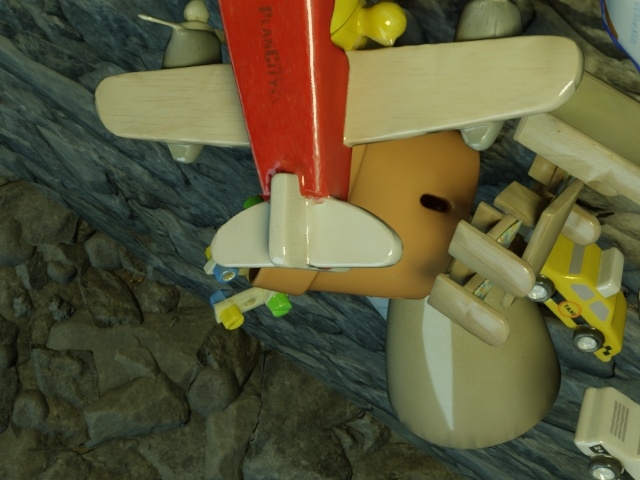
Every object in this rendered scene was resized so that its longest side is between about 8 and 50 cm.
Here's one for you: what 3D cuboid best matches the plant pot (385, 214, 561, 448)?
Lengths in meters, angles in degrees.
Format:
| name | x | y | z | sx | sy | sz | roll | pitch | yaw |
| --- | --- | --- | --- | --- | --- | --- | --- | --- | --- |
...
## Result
| name | x | y | z | sx | sy | sz | roll | pitch | yaw |
| --- | --- | --- | --- | --- | --- | --- | --- | --- | --- |
| plant pot | 0.193 | 0.104 | 1.570 | 0.256 | 0.256 | 0.274 | 22 | 143 | 36 |

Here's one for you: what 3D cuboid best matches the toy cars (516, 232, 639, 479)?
| name | x | y | z | sx | sy | sz | roll | pitch | yaw |
| --- | --- | --- | --- | --- | --- | --- | --- | --- | --- |
| toy cars | 0.337 | 0.143 | 1.267 | 0.087 | 0.176 | 0.394 | -28 | 76 | 41 |

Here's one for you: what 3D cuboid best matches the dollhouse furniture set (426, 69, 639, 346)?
| name | x | y | z | sx | sy | sz | roll | pitch | yaw |
| --- | --- | --- | --- | --- | --- | --- | --- | --- | --- |
| dollhouse furniture set | 0.254 | -0.020 | 1.111 | 0.161 | 0.212 | 0.242 | 35 | 137 | 18 |

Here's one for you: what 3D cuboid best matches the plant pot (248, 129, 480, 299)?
| name | x | y | z | sx | sy | sz | roll | pitch | yaw |
| --- | --- | --- | --- | --- | --- | --- | --- | --- | --- |
| plant pot | 0.055 | -0.054 | 1.325 | 0.203 | 0.291 | 0.291 | 19 | 165 | -9 |

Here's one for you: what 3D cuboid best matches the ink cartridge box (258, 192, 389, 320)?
| name | x | y | z | sx | sy | sz | roll | pitch | yaw |
| --- | --- | --- | --- | --- | --- | --- | --- | --- | --- |
| ink cartridge box | 0.076 | 0.071 | 1.907 | 0.385 | 0.091 | 0.308 | 16 | 155 | 43 |

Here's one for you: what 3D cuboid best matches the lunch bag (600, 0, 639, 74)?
| name | x | y | z | sx | sy | sz | roll | pitch | yaw |
| --- | --- | --- | --- | --- | --- | --- | --- | --- | --- |
| lunch bag | 0.317 | -0.174 | 0.539 | 0.385 | 0.239 | 0.328 | 19 | 160 | 23 |

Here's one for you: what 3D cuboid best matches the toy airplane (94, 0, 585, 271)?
| name | x | y | z | sx | sy | sz | roll | pitch | yaw |
| --- | --- | --- | --- | --- | --- | --- | --- | --- | --- |
| toy airplane | 0.001 | -0.153 | 1.071 | 0.386 | 0.272 | 0.384 | 41 | 120 | 7 |

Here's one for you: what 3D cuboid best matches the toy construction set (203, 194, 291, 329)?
| name | x | y | z | sx | sy | sz | roll | pitch | yaw |
| --- | --- | --- | --- | --- | --- | --- | --- | --- | --- |
| toy construction set | 0.000 | 0.000 | 1.574 | 0.151 | 0.327 | 0.215 | 46 | 130 | 20 |

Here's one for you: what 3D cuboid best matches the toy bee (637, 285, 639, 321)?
| name | x | y | z | sx | sy | sz | roll | pitch | yaw |
| --- | --- | --- | --- | --- | --- | --- | --- | --- | --- |
| toy bee | 0.480 | 0.113 | 1.205 | 0.162 | 0.298 | 0.195 | 10 | 129 | -11 |
